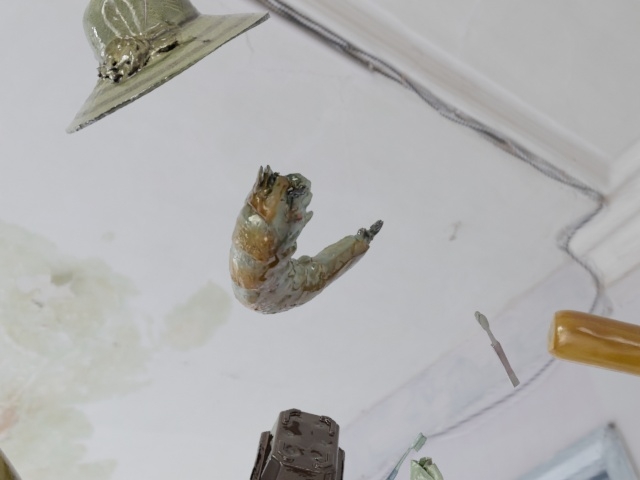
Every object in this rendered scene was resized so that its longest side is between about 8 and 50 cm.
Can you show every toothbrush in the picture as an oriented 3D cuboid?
[{"bbox_3d":[0.124,0.431,1.512,0.019,0.219,0.016,41,-26,4],"label":"toothbrush"},{"bbox_3d":[0.279,0.173,1.332,0.014,0.017,0.194,-38,-53,-5],"label":"toothbrush"}]

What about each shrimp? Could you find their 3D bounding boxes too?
[{"bbox_3d":[-0.026,0.020,1.082,0.185,0.068,0.287,-52,-35,9],"label":"shrimp"}]

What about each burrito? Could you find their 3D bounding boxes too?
[{"bbox_3d":[0.202,0.461,1.573,0.074,0.118,0.044,-11,-28,19],"label":"burrito"}]

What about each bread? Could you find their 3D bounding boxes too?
[{"bbox_3d":[0.513,0.178,1.449,0.239,0.093,0.074,11,-37,10],"label":"bread"}]

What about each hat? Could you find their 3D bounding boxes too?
[{"bbox_3d":[-0.184,-0.221,0.881,0.252,0.252,0.110,-26,-72,15],"label":"hat"}]

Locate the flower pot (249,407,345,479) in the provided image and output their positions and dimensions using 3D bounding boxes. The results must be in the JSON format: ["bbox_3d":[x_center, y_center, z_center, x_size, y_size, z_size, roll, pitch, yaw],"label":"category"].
[{"bbox_3d":[-0.033,0.408,1.625,0.178,0.251,0.084,14,-72,-1],"label":"flower pot"}]

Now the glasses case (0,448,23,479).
[{"bbox_3d":[-0.381,0.294,0.973,0.064,0.079,0.234,8,-39,8],"label":"glasses case"}]
